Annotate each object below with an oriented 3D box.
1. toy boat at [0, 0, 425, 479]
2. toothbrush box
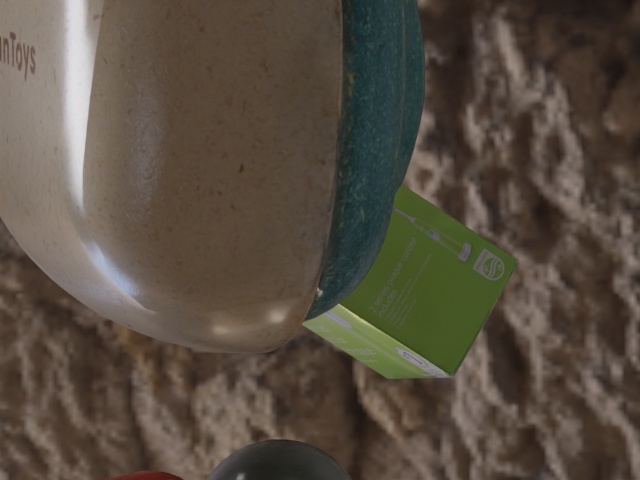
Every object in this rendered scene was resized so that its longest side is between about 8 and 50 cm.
[{"bbox_3d":[-0.045,-0.005,0.576,0.148,0.267,0.318,-4,-70,-25],"label":"toy boat"},{"bbox_3d":[0.000,0.000,1.391,0.283,0.206,0.122,34,-102,-9],"label":"toothbrush box"}]
